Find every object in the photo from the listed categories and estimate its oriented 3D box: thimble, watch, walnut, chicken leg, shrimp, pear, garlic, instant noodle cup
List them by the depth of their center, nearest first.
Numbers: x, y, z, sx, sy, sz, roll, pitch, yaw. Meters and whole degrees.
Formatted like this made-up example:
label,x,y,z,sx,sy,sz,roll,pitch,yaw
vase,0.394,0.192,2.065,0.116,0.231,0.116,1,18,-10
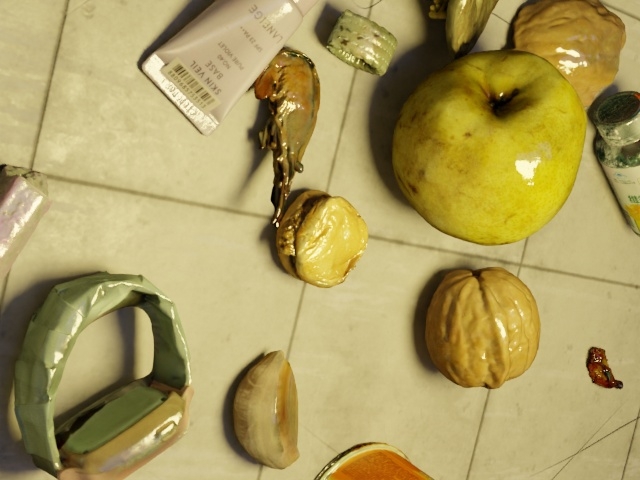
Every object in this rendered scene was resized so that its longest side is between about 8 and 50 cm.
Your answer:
label,x,y,z,sx,sy,sz,roll,pitch,yaw
watch,-0.289,0.170,1.588,0.253,0.162,0.241,-34,114,-30
shrimp,-0.069,-0.152,1.741,0.117,0.066,0.262,23,72,-27
thimble,0.060,-0.295,1.794,0.110,0.084,0.062,27,84,-43
garlic,-0.080,0.275,1.833,0.101,0.087,0.195,-28,116,-46
pear,0.267,-0.134,1.883,0.304,0.304,0.304,-12,109,-38
instant noodle cup,0.129,0.503,1.981,0.296,0.214,0.296,-12,110,-37
walnut,0.274,0.152,2.031,0.213,0.213,0.213,-12,109,-38
walnut,0.431,-0.327,2.067,0.204,0.141,0.238,43,71,-34
chicken leg,0.570,0.264,2.414,0.062,0.037,0.145,-56,129,-32

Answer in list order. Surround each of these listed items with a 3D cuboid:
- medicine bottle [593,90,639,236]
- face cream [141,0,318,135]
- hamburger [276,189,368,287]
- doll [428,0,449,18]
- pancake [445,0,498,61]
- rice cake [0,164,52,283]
label,x,y,z,sx,sy,sz,roll,pitch,yaw
medicine bottle,0.607,-0.142,2.261,0.141,0.141,0.293,-48,127,-20
face cream,-0.110,-0.287,1.662,0.274,0.096,0.154,-47,131,-4
hamburger,0.000,0.000,1.826,0.147,0.083,0.138,44,69,-40
doll,0.185,-0.435,1.854,0.145,0.096,0.188,-23,128,-64
pancake,0.248,-0.385,1.903,0.242,0.050,0.242,-53,161,-26
rice cake,-0.444,0.063,1.485,0.073,0.056,0.365,42,75,-41
